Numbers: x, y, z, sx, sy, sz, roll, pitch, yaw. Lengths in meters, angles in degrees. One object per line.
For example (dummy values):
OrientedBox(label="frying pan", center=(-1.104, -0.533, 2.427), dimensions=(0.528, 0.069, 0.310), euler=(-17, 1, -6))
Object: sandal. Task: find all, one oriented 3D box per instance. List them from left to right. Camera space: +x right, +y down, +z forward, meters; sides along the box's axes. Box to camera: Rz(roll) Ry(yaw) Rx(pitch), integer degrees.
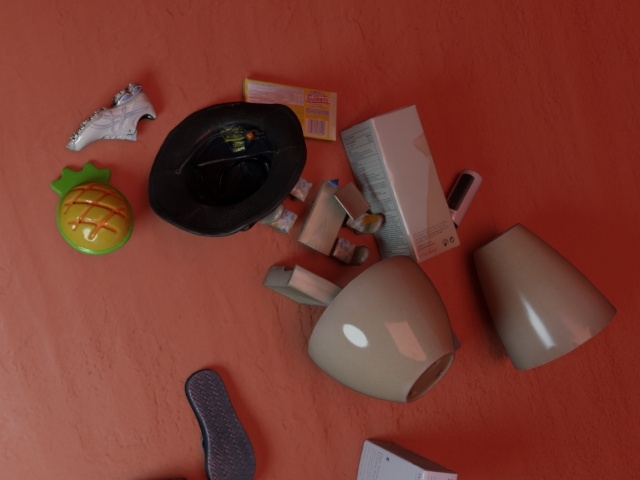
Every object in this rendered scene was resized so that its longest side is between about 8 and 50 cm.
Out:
OrientedBox(label="sandal", center=(-0.193, 0.372, 1.236), dimensions=(0.097, 0.054, 0.255), euler=(-12, 83, -31))

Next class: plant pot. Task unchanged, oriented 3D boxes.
OrientedBox(label="plant pot", center=(0.144, 0.197, 1.233), dimensions=(0.284, 0.284, 0.191), euler=(-32, 57, -22))
OrientedBox(label="plant pot", center=(0.472, 0.109, 1.457), dimensions=(0.256, 0.256, 0.274), euler=(-31, 84, -22))

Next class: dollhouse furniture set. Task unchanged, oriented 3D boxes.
OrientedBox(label="dollhouse furniture set", center=(0.000, 0.000, 1.273), dimensions=(0.212, 0.161, 0.242), euler=(28, 77, -20))

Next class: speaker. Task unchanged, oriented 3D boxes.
OrientedBox(label="speaker", center=(0.321, -0.094, 1.480), dimensions=(0.055, 0.055, 0.136), euler=(36, 74, -18))

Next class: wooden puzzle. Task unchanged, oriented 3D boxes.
OrientedBox(label="wooden puzzle", center=(0.064, -0.077, 1.288), dimensions=(0.078, 0.014, 0.116), euler=(-29, 86, -44))

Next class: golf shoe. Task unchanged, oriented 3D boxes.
OrientedBox(label="golf shoe", center=(-0.375, -0.207, 1.171), dimensions=(0.176, 0.069, 0.086), euler=(-45, 111, -18))

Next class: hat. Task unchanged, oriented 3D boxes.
OrientedBox(label="hat", center=(-0.160, -0.109, 1.197), dimensions=(0.331, 0.331, 0.134), euler=(-43, 145, -20))

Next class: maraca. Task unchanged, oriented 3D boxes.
OrientedBox(label="maraca", center=(-0.404, -0.058, 1.135), dimensions=(0.127, 0.099, 0.186), euler=(-17, 68, -26))

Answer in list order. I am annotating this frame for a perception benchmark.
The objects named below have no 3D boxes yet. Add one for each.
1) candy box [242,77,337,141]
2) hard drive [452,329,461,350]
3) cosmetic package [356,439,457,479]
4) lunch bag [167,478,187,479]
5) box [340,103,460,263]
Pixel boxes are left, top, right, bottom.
OrientedBox(label="candy box", center=(-0.062, -0.268, 1.332), dimensions=(0.205, 0.027, 0.105), euler=(3, 84, -24))
OrientedBox(label="hard drive", center=(0.246, 0.238, 1.448), dimensions=(0.135, 0.022, 0.094), euler=(-34, 101, -21))
OrientedBox(label="cosmetic package", center=(0.166, 0.486, 1.286), dimensions=(0.085, 0.231, 0.118), euler=(14, 81, -23))
OrientedBox(label="lunch bag", center=(-0.283, 0.479, 1.129), dimensions=(0.128, 0.151, 0.096), euler=(1, 87, -23))
OrientedBox(label="box", center=(0.167, -0.113, 1.364), dimensions=(0.121, 0.148, 0.311), euler=(-21, 97, -24))
